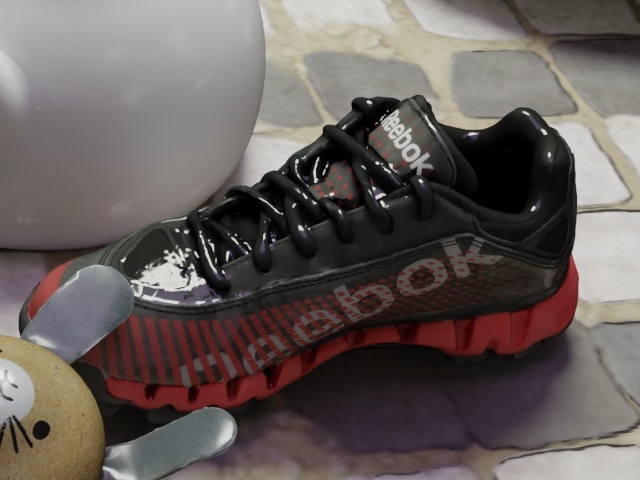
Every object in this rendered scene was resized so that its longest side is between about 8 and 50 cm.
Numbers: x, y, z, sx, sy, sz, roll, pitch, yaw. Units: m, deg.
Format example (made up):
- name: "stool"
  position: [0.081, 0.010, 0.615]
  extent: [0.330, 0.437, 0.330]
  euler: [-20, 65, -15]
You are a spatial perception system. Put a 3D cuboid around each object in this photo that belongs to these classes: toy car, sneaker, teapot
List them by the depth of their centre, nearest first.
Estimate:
- name: "toy car"
  position: [-0.128, 0.069, 0.573]
  extent: [0.188, 0.149, 0.155]
  euler: [-20, 58, -32]
- name: "sneaker"
  position: [0.000, 0.000, 0.702]
  extent: [0.276, 0.135, 0.097]
  euler: [-9, 44, -21]
- name: "teapot"
  position: [-0.138, -0.133, 0.794]
  extent: [0.252, 0.187, 0.256]
  euler: [-15, 44, -29]
